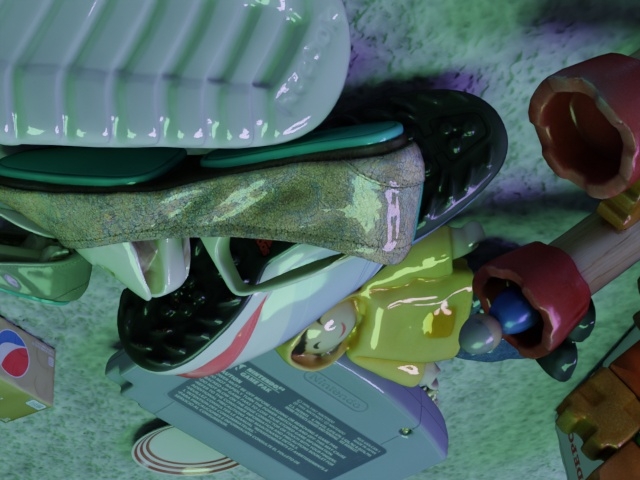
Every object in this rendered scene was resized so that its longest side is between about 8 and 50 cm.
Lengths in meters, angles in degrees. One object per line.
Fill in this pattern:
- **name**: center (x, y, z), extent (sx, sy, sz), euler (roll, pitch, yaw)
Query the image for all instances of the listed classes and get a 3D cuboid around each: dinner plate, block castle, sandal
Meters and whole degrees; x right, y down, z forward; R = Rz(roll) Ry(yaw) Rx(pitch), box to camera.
- **dinner plate**: center (-0.137, 0.226, 1.228), extent (0.141, 0.017, 0.141), euler (-3, 146, -2)
- **block castle**: center (0.303, 0.098, 0.721), extent (0.213, 0.453, 0.303), euler (-33, 154, -23)
- **sandal**: center (-0.182, -0.129, 0.627), extent (0.416, 0.169, 0.102), euler (13, -179, -26)

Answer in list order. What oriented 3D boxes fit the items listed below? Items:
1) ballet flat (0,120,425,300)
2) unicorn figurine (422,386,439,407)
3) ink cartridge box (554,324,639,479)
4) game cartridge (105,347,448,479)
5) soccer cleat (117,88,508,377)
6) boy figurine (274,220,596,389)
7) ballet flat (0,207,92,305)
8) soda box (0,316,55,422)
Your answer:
- **ballet flat**: center (-0.084, -0.013, 0.746), extent (0.316, 0.107, 0.106), euler (-1, 107, 23)
- **unicorn figurine**: center (0.057, 0.212, 1.200), extent (0.162, 0.060, 0.111), euler (-10, 141, 11)
- **ink cartridge box**: center (0.354, 0.202, 1.110), extent (0.114, 0.197, 0.273), euler (5, 144, -15)
- **game cartridge**: center (-0.028, 0.150, 1.056), extent (0.297, 0.062, 0.198), euler (37, 124, -28)
- **soccer cleat**: center (0.000, 0.000, 0.825), extent (0.318, 0.108, 0.116), euler (-34, 157, 12)
- **boy figurine**: center (0.087, 0.058, 0.945), extent (0.285, 0.092, 0.177), euler (4, 126, -20)
- **ballet flat**: center (-0.279, 0.000, 0.853), extent (0.213, 0.072, 0.068), euler (10, 115, -23)
- **soda box**: center (-0.312, 0.095, 0.972), extent (0.058, 0.061, 0.181), euler (-20, 143, 20)
